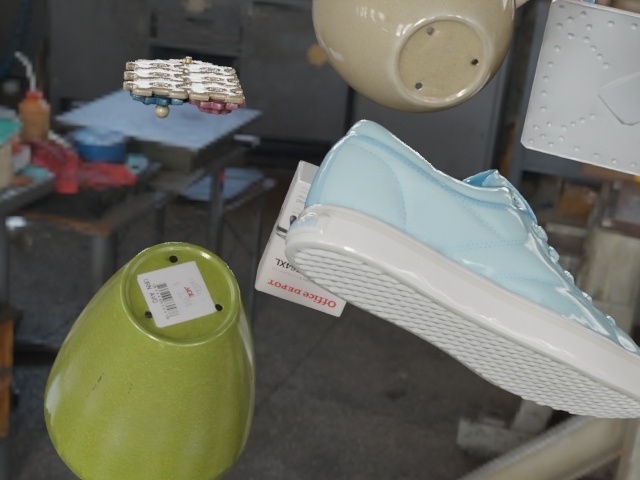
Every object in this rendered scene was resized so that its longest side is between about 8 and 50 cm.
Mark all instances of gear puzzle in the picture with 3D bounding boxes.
[{"bbox_3d":[-0.211,-0.238,1.837,0.175,0.044,0.339,4,18,-9],"label":"gear puzzle"}]

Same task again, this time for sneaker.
[{"bbox_3d":[0.152,0.023,0.966,0.366,0.150,0.135,31,-22,-25],"label":"sneaker"}]

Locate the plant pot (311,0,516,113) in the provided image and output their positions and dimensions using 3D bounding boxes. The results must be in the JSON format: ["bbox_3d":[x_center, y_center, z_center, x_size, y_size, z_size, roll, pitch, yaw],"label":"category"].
[{"bbox_3d":[0.140,-0.282,1.614,0.284,0.284,0.191,2,34,-11],"label":"plant pot"}]

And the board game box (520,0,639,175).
[{"bbox_3d":[0.614,-0.289,2.346,0.390,0.390,0.050,15,50,10],"label":"board game box"}]

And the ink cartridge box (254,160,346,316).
[{"bbox_3d":[0.000,0.000,1.878,0.148,0.203,0.086,19,24,-7],"label":"ink cartridge box"}]

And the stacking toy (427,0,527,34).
[{"bbox_3d":[0.167,-0.579,1.820,0.350,0.480,0.350,-35,22,17],"label":"stacking toy"}]

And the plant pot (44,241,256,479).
[{"bbox_3d":[-0.190,0.138,1.462,0.275,0.293,0.275,7,57,-11],"label":"plant pot"}]
